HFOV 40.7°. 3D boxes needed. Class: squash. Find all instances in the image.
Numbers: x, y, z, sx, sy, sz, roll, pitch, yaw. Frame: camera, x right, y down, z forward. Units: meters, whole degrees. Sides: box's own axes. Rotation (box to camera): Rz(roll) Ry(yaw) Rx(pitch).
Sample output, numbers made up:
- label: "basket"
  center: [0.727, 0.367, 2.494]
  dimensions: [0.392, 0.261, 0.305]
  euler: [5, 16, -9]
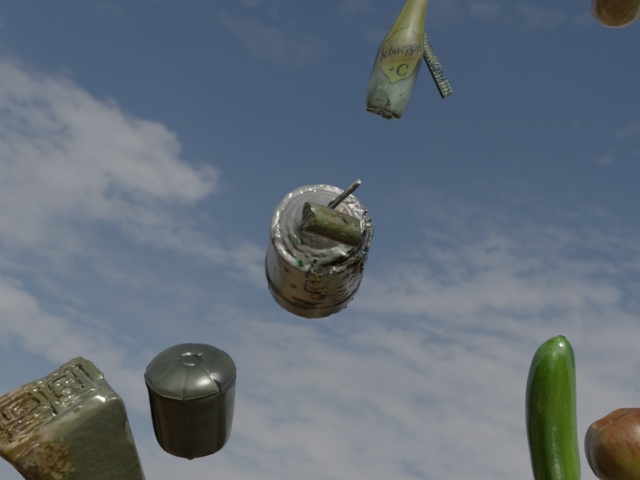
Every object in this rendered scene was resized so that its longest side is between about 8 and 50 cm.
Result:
- label: "squash"
  center: [0.477, 0.390, 1.772]
  dimensions: [0.107, 0.395, 0.107]
  euler: [-5, 6, 1]

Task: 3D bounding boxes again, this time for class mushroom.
- label: "mushroom"
  center: [0.574, -0.485, 1.629]
  dimensions: [0.127, 0.166, 0.166]
  euler: [36, -25, 14]

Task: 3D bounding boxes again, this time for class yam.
- label: "yam"
  center: [0.016, -0.020, 1.121]
  dimensions: [0.094, 0.043, 0.043]
  euler: [17, -25, -28]

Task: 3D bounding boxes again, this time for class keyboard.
- label: "keyboard"
  center: [0.229, -0.381, 1.806]
  dimensions: [0.014, 0.055, 0.176]
  euler: [-23, -84, 31]

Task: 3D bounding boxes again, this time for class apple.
- label: "apple"
  center: [0.435, 0.290, 1.203]
  dimensions: [0.126, 0.126, 0.102]
  euler: [-23, -91, 51]

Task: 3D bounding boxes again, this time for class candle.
- label: "candle"
  center: [0.000, 0.000, 1.495]
  dimensions: [0.187, 0.187, 0.330]
  euler: [17, -28, 3]

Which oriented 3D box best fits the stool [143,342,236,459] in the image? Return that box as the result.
- label: "stool"
  center: [-0.136, 0.170, 0.914]
  dimensions: [0.096, 0.096, 0.110]
  euler: [10, -61, 16]

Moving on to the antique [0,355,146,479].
- label: "antique"
  center: [-0.296, 0.301, 1.095]
  dimensions: [0.125, 0.150, 0.284]
  euler: [29, -36, 48]

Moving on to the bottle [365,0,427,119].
- label: "bottle"
  center: [0.149, -0.353, 1.553]
  dimensions: [0.083, 0.270, 0.083]
  euler: [16, -4, 1]
